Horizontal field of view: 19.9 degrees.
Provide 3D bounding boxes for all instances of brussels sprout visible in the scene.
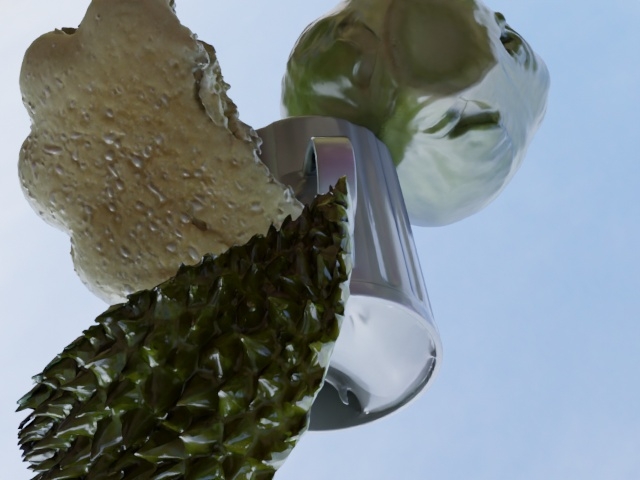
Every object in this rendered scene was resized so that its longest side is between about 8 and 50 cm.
[{"bbox_3d":[0.079,-0.125,1.547,0.210,0.219,0.271,-59,174,-16],"label":"brussels sprout"}]

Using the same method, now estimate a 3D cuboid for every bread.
[{"bbox_3d":[-0.116,-0.040,1.239,0.181,0.251,0.039,-31,-176,21],"label":"bread"}]

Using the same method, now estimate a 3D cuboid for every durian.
[{"bbox_3d":[-0.082,0.117,1.132,0.169,0.158,0.352,-26,163,-50],"label":"durian"}]

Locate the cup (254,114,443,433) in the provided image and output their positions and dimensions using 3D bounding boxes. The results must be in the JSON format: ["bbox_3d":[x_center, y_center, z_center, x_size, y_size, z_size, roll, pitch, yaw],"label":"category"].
[{"bbox_3d":[0.011,0.006,1.382,0.221,0.166,0.202,-48,-144,36],"label":"cup"}]
